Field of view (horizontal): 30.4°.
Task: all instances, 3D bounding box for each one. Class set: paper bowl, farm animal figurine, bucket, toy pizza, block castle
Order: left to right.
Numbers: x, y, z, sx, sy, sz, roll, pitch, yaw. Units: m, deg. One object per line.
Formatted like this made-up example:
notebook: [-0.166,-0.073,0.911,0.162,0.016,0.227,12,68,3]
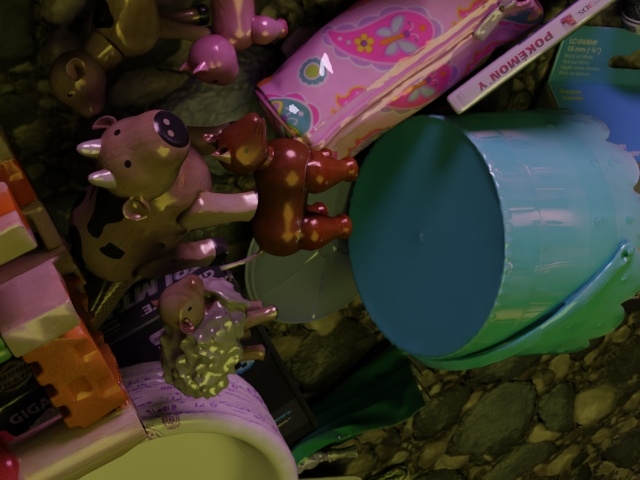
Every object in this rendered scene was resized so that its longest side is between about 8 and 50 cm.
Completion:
block castle: [-0.329,-0.007,0.891,0.212,0.303,0.453,-27,133,-7]
paper bowl: [-0.177,0.240,1.189,0.284,0.148,0.284,-14,130,-18]
farm animal figurine: [-0.135,-0.076,0.960,0.172,0.330,0.327,-9,143,-33]
toy pizza: [0.000,0.000,1.265,0.201,0.032,0.201,-23,132,-27]
bucket: [0.169,-0.005,1.190,0.183,0.281,0.281,-3,127,-35]

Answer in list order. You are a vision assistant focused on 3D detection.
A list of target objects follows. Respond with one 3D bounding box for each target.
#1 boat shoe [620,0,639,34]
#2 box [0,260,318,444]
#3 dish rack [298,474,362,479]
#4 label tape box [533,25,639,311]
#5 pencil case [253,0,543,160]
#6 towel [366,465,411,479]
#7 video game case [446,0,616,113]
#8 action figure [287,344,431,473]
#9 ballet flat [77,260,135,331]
boat shoe: [0.408,-0.284,1.256,0.183,0.065,0.083,-21,135,-12]
box: [-0.181,0.182,1.294,0.295,0.073,0.293,-30,136,-6]
dish rack: [-0.109,0.401,1.452,0.332,0.072,0.285,7,131,-46]
label tape box: [0.341,-0.071,1.364,0.240,0.106,0.334,-2,127,-29]
pencil case: [0.077,-0.179,1.112,0.284,0.124,0.124,-35,135,2]
towel: [0.064,0.373,1.619,0.148,0.027,0.110,-26,135,-10]
video game case: [0.204,-0.186,1.136,0.183,0.201,0.023,-36,92,12]
action figure: [0.021,0.222,1.418,0.232,0.137,0.063,-32,117,11]
ballet flat: [-0.194,0.023,1.154,0.058,0.084,0.250,26,104,-40]
